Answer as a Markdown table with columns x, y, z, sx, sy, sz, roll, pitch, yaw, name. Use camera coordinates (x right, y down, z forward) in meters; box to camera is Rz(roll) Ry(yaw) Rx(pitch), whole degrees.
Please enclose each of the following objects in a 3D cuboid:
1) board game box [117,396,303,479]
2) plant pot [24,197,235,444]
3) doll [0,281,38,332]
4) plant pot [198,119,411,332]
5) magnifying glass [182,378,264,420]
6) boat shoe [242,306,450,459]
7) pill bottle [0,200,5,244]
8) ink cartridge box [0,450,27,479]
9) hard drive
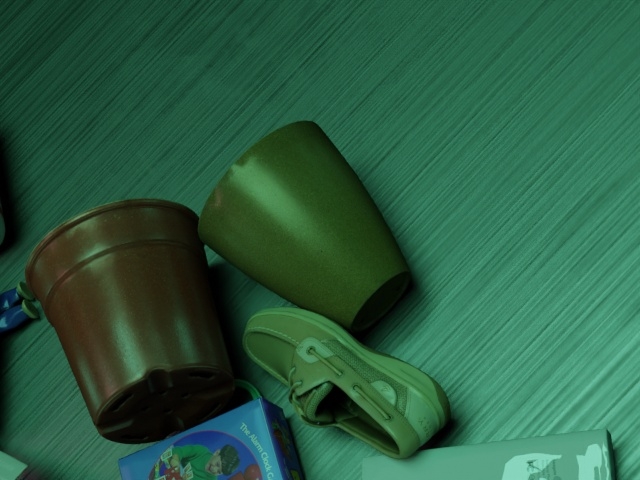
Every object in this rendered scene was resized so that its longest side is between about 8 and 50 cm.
| x | y | z | sx | sy | sz | roll | pitch | yaw | name |
| --- | --- | --- | --- | --- | --- | --- | --- | --- | --- |
| -0.120 | 0.417 | 1.684 | 0.233 | 0.078 | 0.347 | -25 | 62 | 13 | board game box |
| -0.255 | 0.127 | 1.785 | 0.272 | 0.272 | 0.265 | -30 | 58 | 10 | plant pot |
| -0.552 | 0.144 | 2.054 | 0.189 | 0.046 | 0.129 | -29 | 56 | 10 | doll |
| 0.000 | 0.000 | 1.767 | 0.237 | 0.237 | 0.254 | -46 | 69 | 0 | plant pot |
| -0.184 | 0.242 | 1.843 | 0.231 | 0.026 | 0.092 | 3 | 68 | 28 | magnifying glass |
| 0.008 | 0.188 | 1.689 | 0.341 | 0.121 | 0.110 | 20 | 46 | 38 | boat shoe |
| -0.648 | -0.121 | 2.145 | 0.181 | 0.181 | 0.323 | -26 | 58 | 13 | pill bottle |
| -0.611 | 0.471 | 1.876 | 0.308 | 0.091 | 0.385 | 9 | 53 | 48 | ink cartridge box |
| 0.208 | 0.355 | 1.556 | 0.318 | 0.040 | 0.210 | -11 | 62 | 21 | hard drive |
